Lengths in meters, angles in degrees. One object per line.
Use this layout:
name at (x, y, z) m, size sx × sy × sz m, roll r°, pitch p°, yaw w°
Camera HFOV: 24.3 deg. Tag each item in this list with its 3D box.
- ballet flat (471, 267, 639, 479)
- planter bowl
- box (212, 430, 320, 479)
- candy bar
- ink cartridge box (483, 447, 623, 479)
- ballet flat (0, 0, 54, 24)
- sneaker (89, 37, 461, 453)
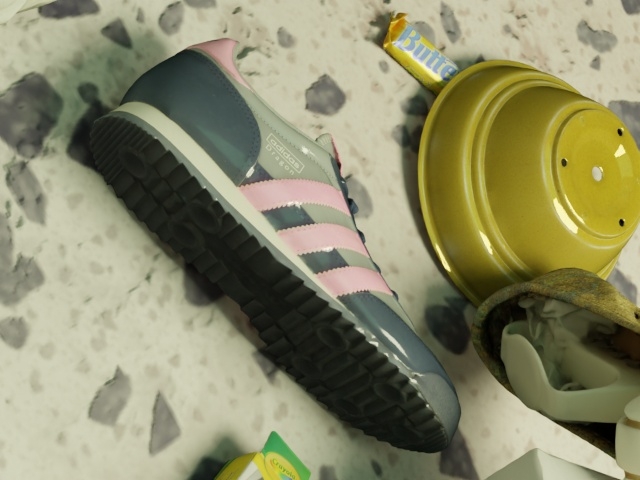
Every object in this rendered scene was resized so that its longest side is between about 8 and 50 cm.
ballet flat at (0.214, 0.109, 0.964) m, size 0.123 × 0.348 × 0.123 m, roll -10°, pitch 113°, yaw -25°
planter bowl at (0.185, -0.044, 1.142) m, size 0.217 × 0.090 × 0.217 m, roll 8°, pitch 76°, yaw -35°
box at (-0.050, 0.213, 0.916) m, size 0.105 × 0.043 × 0.179 m, roll 50°, pitch 54°, yaw -13°
candy bar at (0.107, -0.120, 1.171) m, size 0.161 × 0.018 × 0.040 m, roll 39°, pitch 54°, yaw -22°
ink cartridge box at (0.204, 0.354, 0.916) m, size 0.279 × 0.160 × 0.385 m, roll 23°, pitch 43°, yaw -31°
ballet flat at (-0.180, -0.227, 0.924) m, size 0.139 × 0.139 × 0.400 m, roll 39°, pitch 54°, yaw -21°
sneaker at (0.000, 0.000, 0.983) m, size 0.319 × 0.112 × 0.131 m, roll 49°, pitch 54°, yaw -16°
